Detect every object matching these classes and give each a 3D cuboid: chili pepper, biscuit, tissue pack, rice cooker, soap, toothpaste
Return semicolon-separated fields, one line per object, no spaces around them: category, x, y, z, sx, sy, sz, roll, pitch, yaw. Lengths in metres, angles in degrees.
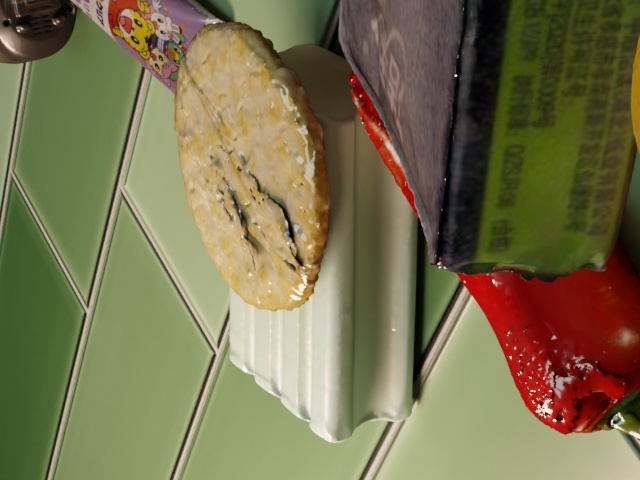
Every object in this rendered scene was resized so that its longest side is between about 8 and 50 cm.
chili pepper;0.130;0.011;1.018;0.387;0.110;0.110;59;148;28
biscuit;-0.053;-0.054;1.196;0.220;0.033;0.219;33;130;51
tissue pack;0.100;-0.218;0.857;0.288;0.124;0.394;-105;16;-55
rice cooker;-0.307;-0.257;1.637;0.106;0.112;0.165;13;118;52
soap;0.000;0.000;1.255;0.160;0.088;0.265;35;132;50
toothpaste;-0.178;-0.222;1.485;0.299;0.073;0.114;43;140;31

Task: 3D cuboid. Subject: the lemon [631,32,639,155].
lemon;0.235;-0.051;0.724;0.256;0.188;0.188;60;149;19
